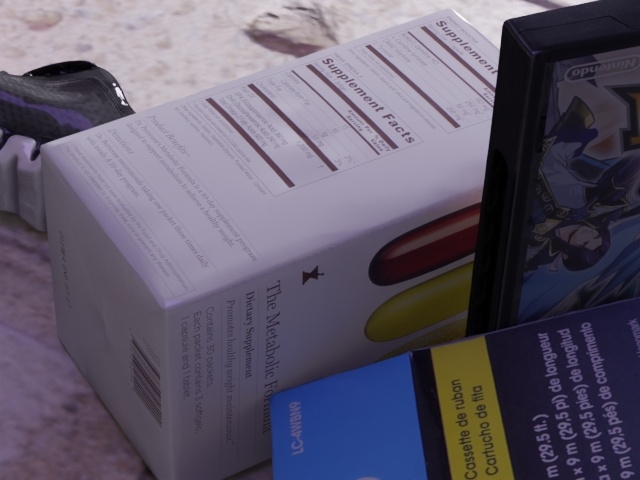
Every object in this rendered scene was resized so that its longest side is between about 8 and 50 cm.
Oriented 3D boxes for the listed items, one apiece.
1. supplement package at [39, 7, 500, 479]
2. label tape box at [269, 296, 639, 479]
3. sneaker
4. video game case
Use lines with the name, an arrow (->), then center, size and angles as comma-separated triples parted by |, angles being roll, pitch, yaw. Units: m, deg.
supplement package -> 0.000, 0.000, 0.866 | 0.244, 0.139, 0.134 | -22, 48, -24
label tape box -> 0.161, 0.138, 0.718 | 0.348, 0.115, 0.249 | -15, 36, 7
sneaker -> -0.169, -0.064, 0.973 | 0.234, 0.078, 0.106 | 24, 44, 16
video game case -> 0.205, -0.021, 0.821 | 0.275, 0.248, 0.035 | -13, 44, -16
